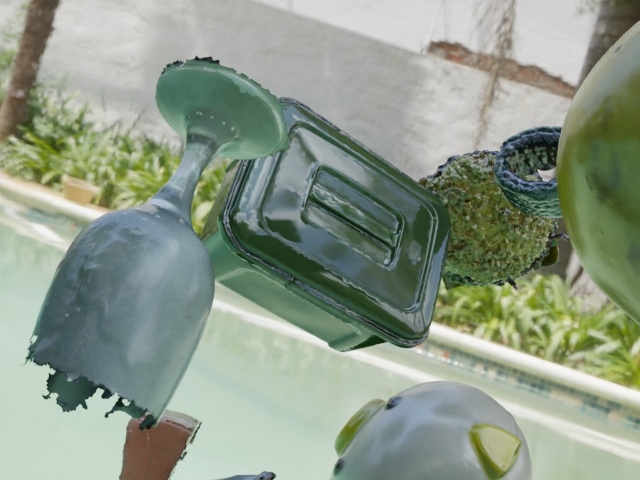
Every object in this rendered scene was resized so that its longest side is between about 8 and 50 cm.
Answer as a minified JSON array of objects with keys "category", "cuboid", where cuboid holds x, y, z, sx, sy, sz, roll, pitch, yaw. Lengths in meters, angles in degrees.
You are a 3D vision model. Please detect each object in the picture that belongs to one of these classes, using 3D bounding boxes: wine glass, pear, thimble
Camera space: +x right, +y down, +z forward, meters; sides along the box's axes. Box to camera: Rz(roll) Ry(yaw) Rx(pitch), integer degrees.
[{"category":"wine glass","cuboid":[-0.135,-0.002,0.701,0.143,0.321,0.143,15,-32,9]},{"category":"pear","cuboid":[0.322,-0.050,0.593,0.285,0.284,0.336,18,9,29]},{"category":"thimble","cuboid":[0.322,-0.095,1.157,0.135,0.118,0.090,1,-28,30]}]

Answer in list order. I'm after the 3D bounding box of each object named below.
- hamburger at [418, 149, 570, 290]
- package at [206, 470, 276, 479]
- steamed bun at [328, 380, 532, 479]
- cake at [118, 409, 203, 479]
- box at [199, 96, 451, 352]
[{"category":"hamburger","cuboid":[0.280,-0.034,1.328,0.262,0.243,0.139,-18,-1,8]},{"category":"package","cuboid":[-0.056,0.138,0.432,0.037,0.015,0.110,-27,-5,-29]},{"category":"steamed bun","cuboid":[0.181,0.417,1.380,0.334,0.374,0.334,39,-7,6]},{"category":"cake","cuboid":[-0.249,0.331,1.091,0.090,0.225,0.109,26,-8,-2]},{"category":"box","cuboid":[0.000,0.000,1.105,0.329,0.252,0.178,31,-36,-19]}]
